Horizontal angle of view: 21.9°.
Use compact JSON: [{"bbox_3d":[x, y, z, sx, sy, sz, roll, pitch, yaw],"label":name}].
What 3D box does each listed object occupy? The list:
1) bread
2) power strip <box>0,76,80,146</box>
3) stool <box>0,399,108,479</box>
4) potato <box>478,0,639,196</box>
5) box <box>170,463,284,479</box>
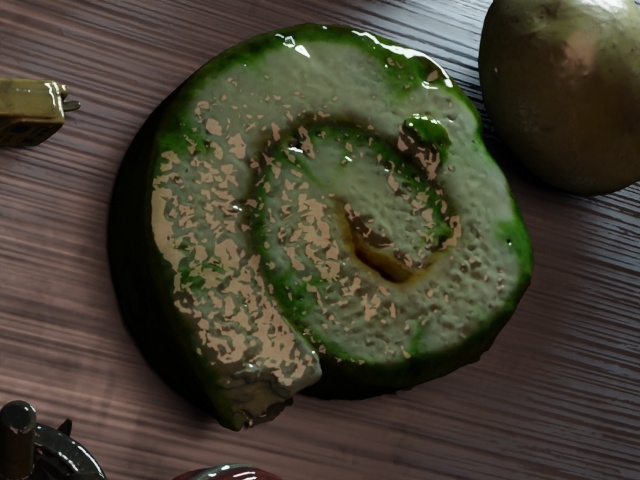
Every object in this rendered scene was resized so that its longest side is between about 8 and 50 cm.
[{"bbox_3d":[0.000,0.000,1.459,0.366,0.129,0.382,35,67,-14],"label":"bread"},{"bbox_3d":[-0.325,-0.107,1.336,0.305,0.064,0.044,-2,71,-41],"label":"power strip"},{"bbox_3d":[-0.235,0.237,1.273,0.153,0.139,0.228,2,63,-12],"label":"stool"},{"bbox_3d":[0.248,-0.150,1.596,0.178,0.160,0.235,-34,112,11],"label":"potato"},{"bbox_3d":[-0.144,0.348,1.237,0.404,0.108,0.263,-38,126,-32],"label":"box"}]
